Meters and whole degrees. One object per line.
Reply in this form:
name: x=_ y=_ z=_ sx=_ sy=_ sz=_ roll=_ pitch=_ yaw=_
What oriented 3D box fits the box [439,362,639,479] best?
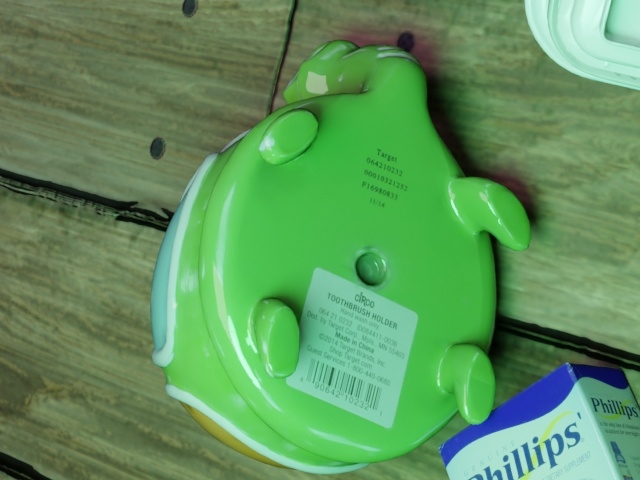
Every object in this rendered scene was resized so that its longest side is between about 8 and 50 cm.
box: x=0.163 y=0.171 z=1.291 sx=0.126 sy=0.072 sz=0.137 roll=-38 pitch=59 yaw=31

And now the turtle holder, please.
turtle holder: x=-0.015 y=0.007 z=1.369 sx=0.227 sy=0.243 sz=0.320 roll=-25 pitch=75 yaw=55

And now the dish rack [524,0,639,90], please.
dish rack: x=0.295 y=-0.183 z=1.061 sx=0.333 sy=0.072 sz=0.285 roll=13 pitch=117 yaw=3
